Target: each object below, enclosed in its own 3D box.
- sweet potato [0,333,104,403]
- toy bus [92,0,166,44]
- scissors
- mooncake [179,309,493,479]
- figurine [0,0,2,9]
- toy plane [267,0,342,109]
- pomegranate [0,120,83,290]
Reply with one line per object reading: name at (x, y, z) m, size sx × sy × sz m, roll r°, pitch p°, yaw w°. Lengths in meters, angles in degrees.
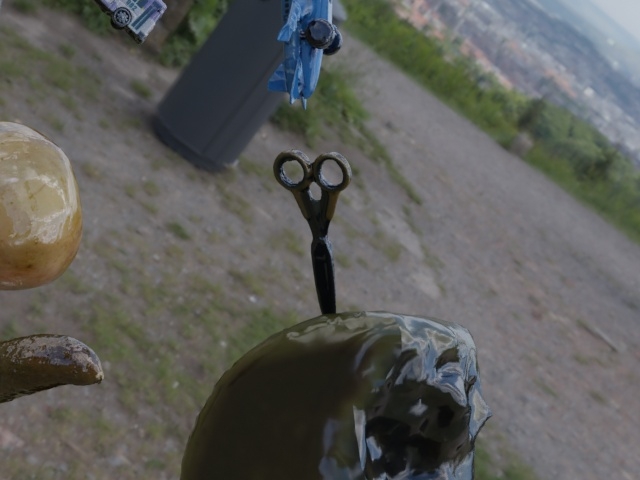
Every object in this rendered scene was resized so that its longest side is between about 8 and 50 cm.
sweet potato at (-0.444, 0.185, 1.398) m, size 0.114 × 0.341 × 0.092 m, roll 16°, pitch 69°, yaw -47°
toy bus at (-0.211, -0.259, 1.057) m, size 0.102 × 0.058 × 0.052 m, roll 43°, pitch -6°, yaw -15°
scissors at (0.000, 0.000, 1.119) m, size 0.088 × 0.220 × 0.017 m, roll 4°, pitch 31°, yaw 19°
mooncake at (0.056, 0.272, 1.069) m, size 0.393 × 0.394 × 0.246 m, roll 39°, pitch 6°, yaw 26°
figurine at (-0.349, -0.278, 0.757) m, size 0.261 × 0.186 × 0.382 m, roll -7°, pitch 90°, yaw -41°
toy plane at (-0.019, -0.330, 1.462) m, size 0.105 × 0.271 × 0.254 m, roll 11°, pitch 5°, yaw 8°
pomegranate at (-0.627, -0.060, 1.941) m, size 0.338 × 0.338 × 0.338 m, roll 34°, pitch 19°, yaw -14°
